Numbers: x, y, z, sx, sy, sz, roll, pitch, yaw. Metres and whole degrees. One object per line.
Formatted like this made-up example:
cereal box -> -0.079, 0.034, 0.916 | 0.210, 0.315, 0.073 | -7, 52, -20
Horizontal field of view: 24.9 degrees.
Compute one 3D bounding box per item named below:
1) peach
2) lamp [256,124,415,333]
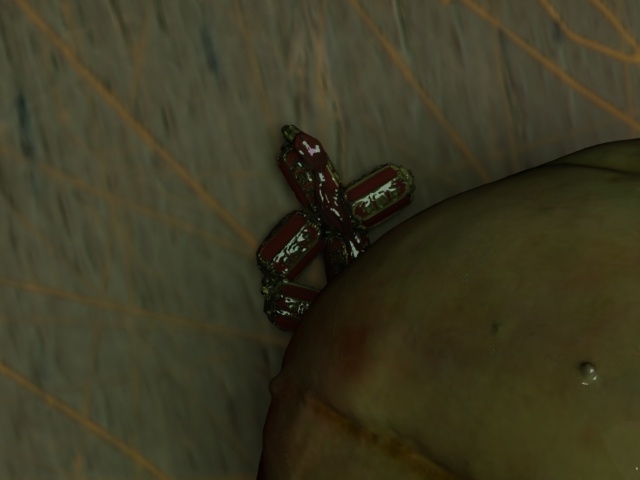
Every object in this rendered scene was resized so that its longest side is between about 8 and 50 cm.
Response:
peach -> 0.116, 0.100, 0.528 | 0.292, 0.247, 0.292 | 2, 108, 6
lamp -> 0.000, 0.000, 0.612 | 0.063, 0.031, 0.083 | 20, 93, -7
